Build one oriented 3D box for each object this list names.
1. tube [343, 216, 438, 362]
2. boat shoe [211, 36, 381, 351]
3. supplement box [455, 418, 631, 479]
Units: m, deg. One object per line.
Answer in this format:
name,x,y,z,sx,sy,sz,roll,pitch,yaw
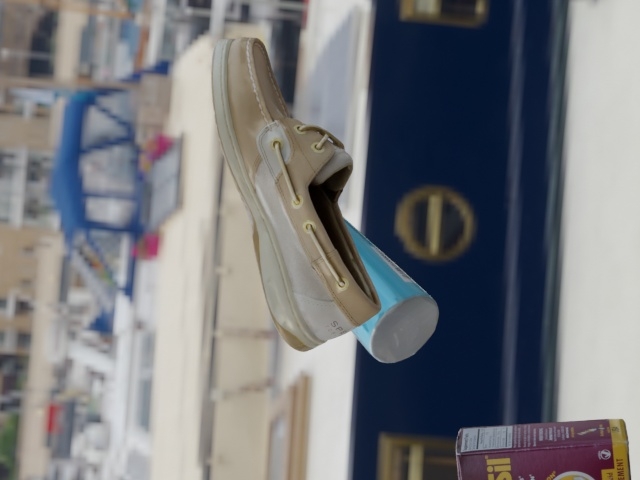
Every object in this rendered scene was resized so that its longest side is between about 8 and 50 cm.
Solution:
tube,0.000,0.000,1.146,0.207,0.052,0.080,46,154,42
boat shoe,-0.009,-0.030,0.892,0.063,0.059,0.170,8,-116,-71
supplement box,0.110,0.120,0.846,0.043,0.083,0.055,-57,-40,-77
